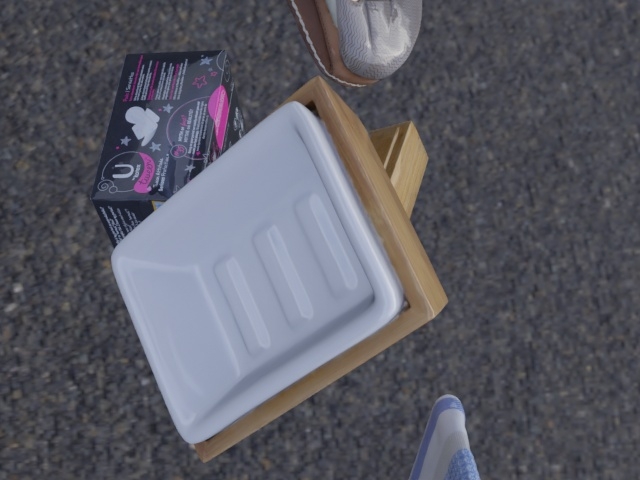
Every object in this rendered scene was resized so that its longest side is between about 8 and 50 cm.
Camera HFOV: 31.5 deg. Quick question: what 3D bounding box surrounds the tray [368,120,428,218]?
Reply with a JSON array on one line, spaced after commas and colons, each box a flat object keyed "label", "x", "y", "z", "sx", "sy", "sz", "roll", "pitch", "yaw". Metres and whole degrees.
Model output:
[{"label": "tray", "x": 0.000, "y": 0.000, "z": 1.467, "sx": 0.076, "sy": 0.202, "sz": 0.411, "roll": 63, "pitch": 29, "yaw": -29}]

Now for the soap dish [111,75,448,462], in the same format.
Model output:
[{"label": "soap dish", "x": -0.039, "y": 0.032, "z": 1.005, "sx": 0.118, "sy": 0.291, "sz": 0.229, "roll": -2, "pitch": 61, "yaw": -52}]

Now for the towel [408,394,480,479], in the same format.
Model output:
[{"label": "towel", "x": 0.110, "y": 0.289, "z": 0.927, "sx": 0.034, "sy": 0.209, "sz": 0.285, "roll": 6, "pitch": 30, "yaw": -10}]

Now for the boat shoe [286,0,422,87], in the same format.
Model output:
[{"label": "boat shoe", "x": -0.018, "y": -0.238, "z": 0.833, "sx": 0.123, "sy": 0.116, "sz": 0.324, "roll": 18, "pitch": 48, "yaw": -45}]

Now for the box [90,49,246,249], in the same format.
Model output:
[{"label": "box", "x": -0.190, "y": -0.102, "z": 1.460, "sx": 0.163, "sy": 0.142, "sz": 0.247, "roll": 79, "pitch": 14, "yaw": -54}]
